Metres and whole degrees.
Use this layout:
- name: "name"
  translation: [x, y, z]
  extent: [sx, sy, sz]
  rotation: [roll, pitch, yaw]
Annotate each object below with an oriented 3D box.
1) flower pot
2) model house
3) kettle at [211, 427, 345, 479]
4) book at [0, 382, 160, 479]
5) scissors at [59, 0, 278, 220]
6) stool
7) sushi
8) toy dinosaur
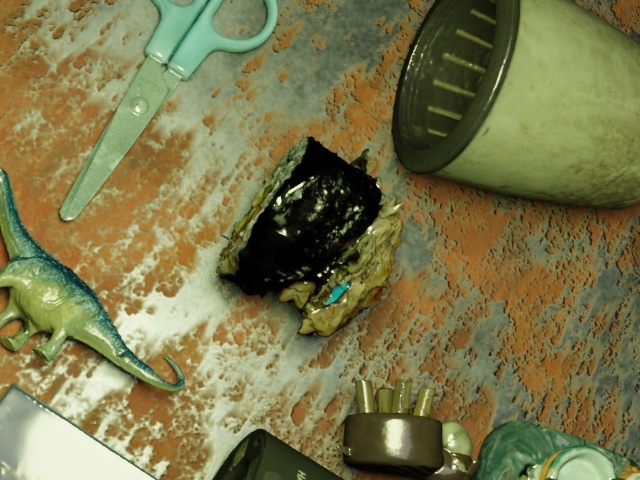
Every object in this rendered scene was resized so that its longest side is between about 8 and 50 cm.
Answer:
- name: "flower pot"
  translation: [0.306, -0.183, 1.502]
  extent: [0.330, 0.293, 0.294]
  rotation: [18, 70, -20]
- name: "model house"
  translation: [0.352, 0.333, 1.374]
  extent: [0.253, 0.291, 0.184]
  rotation: [23, 74, -12]
- name: "kettle"
  translation: [0.011, 0.389, 1.262]
  extent: [0.308, 0.262, 0.203]
  rotation: [31, 103, -11]
- name: "book"
  translation: [-0.301, 0.315, 1.275]
  extent: [0.269, 0.025, 0.191]
  rotation: [33, 67, 0]
- name: "scissors"
  translation: [-0.219, -0.207, 1.458]
  extent: [0.192, 0.029, 0.447]
  rotation: [32, 67, -8]
- name: "stool"
  translation: [0.117, 0.247, 1.405]
  extent: [0.217, 0.125, 0.121]
  rotation: [16, 69, -25]
- name: "sushi"
  translation: [0.004, 0.003, 1.384]
  extent: [0.219, 0.225, 0.238]
  rotation: [43, 99, -14]
- name: "toy dinosaur"
  translation: [-0.322, 0.075, 1.323]
  extent: [0.363, 0.076, 0.147]
  rotation: [46, 60, 2]
